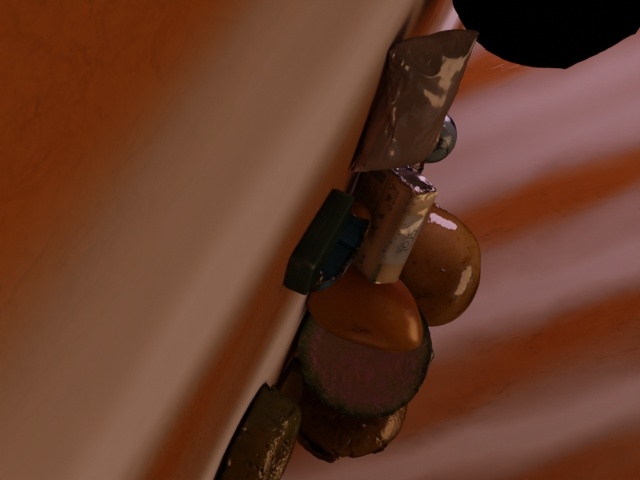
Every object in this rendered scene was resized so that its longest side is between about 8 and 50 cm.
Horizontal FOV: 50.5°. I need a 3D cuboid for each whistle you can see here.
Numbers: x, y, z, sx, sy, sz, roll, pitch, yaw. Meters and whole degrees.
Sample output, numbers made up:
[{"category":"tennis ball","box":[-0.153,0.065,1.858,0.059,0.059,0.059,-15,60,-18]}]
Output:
[{"category":"whistle","box":[0.287,-0.269,1.851,0.289,0.164,0.163,95,20,-68]}]

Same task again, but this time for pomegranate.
[{"category":"pomegranate","box":[0.293,0.059,2.045,0.416,0.417,0.416,24,90,-83]}]

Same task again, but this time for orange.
[{"category":"orange","box":[0.062,-0.034,1.287,0.085,0.085,0.085,24,90,-83]}]

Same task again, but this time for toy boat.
[{"category":"toy boat","box":[-0.087,0.377,1.606,0.072,0.065,0.206,-139,-109,-80]},{"category":"toy boat","box":[0.023,0.018,1.174,0.185,0.075,0.077,-55,170,-33]}]

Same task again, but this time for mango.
[{"category":"mango","box":[0.106,0.140,1.442,0.138,0.257,0.187,-24,138,-79]}]

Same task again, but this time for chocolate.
[{"category":"chocolate","box":[0.425,-0.537,1.259,0.331,0.384,0.383,-66,176,-53]}]

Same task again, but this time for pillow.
[{"category":"pillow","box":[0.156,-0.234,1.164,0.173,0.067,0.270,-9,135,-26]}]

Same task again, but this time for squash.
[{"category":"squash","box":[0.101,0.256,1.656,0.309,0.310,0.310,78,37,-85]}]

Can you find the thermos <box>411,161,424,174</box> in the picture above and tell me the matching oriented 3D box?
[{"category":"thermos","box":[0.172,-0.131,1.635,0.136,0.110,0.330,-40,153,-73]}]

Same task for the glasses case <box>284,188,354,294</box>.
[{"category":"glasses case","box":[0.000,0.000,1.088,0.077,0.040,0.184,106,11,-47]}]

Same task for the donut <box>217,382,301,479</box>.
[{"category":"donut","box":[-0.119,0.424,1.347,0.272,0.107,0.271,22,90,-82]}]

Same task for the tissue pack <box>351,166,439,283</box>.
[{"category":"tissue pack","box":[0.125,-0.049,1.350,0.186,0.090,0.222,49,-56,48]}]

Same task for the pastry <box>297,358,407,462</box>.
[{"category":"pastry","box":[0.064,0.413,1.812,0.163,0.356,0.356,80,33,-59]}]
